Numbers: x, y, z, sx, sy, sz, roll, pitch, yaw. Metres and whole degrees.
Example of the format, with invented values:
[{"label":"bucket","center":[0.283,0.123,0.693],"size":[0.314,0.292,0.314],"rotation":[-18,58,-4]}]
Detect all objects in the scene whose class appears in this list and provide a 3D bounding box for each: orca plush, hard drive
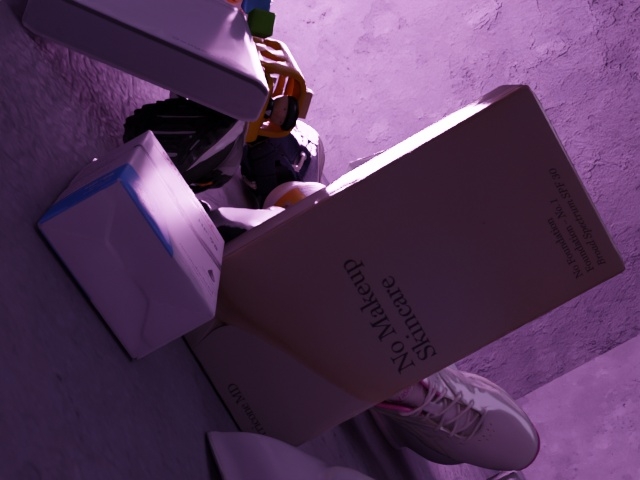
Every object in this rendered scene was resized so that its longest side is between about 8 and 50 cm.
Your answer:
[{"label":"orca plush","center":[-0.072,0.021,0.901],"size":[0.151,0.102,0.287],"rotation":[13,6,-11]},{"label":"hard drive","center":[-0.159,-0.214,0.848],"size":[0.203,0.040,0.307],"rotation":[21,20,-18]}]

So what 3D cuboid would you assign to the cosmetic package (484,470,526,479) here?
[{"label":"cosmetic package","center":[0.224,0.406,1.070],"size":[0.217,0.156,0.385],"rotation":[63,5,18]}]

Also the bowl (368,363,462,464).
[{"label":"bowl","center":[0.139,0.218,1.316],"size":[0.298,0.134,0.298],"rotation":[59,7,-11]}]

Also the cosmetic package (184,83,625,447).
[{"label":"cosmetic package","center":[0.052,0.022,0.692],"size":[0.160,0.309,0.113],"rotation":[59,6,-7]}]

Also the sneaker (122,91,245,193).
[{"label":"sneaker","center":[-0.115,-0.088,0.849],"size":[0.271,0.100,0.108],"rotation":[-75,167,-70]}]

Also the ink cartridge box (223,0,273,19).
[{"label":"ink cartridge box","center":[-0.201,-0.392,1.176],"size":[0.168,0.171,0.233],"rotation":[64,7,27]}]

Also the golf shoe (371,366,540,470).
[{"label":"golf shoe","center":[0.124,0.193,1.060],"size":[0.306,0.115,0.140],"rotation":[29,5,5]}]

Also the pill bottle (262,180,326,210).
[{"label":"pill bottle","center":[0.000,0.000,1.126],"size":[0.117,0.117,0.215],"rotation":[56,-6,-34]}]

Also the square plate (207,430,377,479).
[{"label":"square plate","center":[0.111,0.269,0.545],"size":[0.347,0.049,0.344],"rotation":[35,10,-34]}]

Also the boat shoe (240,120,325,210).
[{"label":"boat shoe","center":[-0.070,-0.157,1.351],"size":[0.341,0.127,0.158],"rotation":[-107,174,-61]}]

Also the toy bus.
[{"label":"toy bus","center":[-0.065,-0.177,1.075],"size":[0.191,0.104,0.202],"rotation":[150,-55,-65]}]

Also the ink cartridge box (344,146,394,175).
[{"label":"ink cartridge box","center":[0.119,0.010,1.592],"size":[0.223,0.129,0.307],"rotation":[63,-21,21]}]

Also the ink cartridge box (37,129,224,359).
[{"label":"ink cartridge box","center":[-0.118,-0.010,0.600],"size":[0.104,0.060,0.180],"rotation":[58,6,-18]}]
